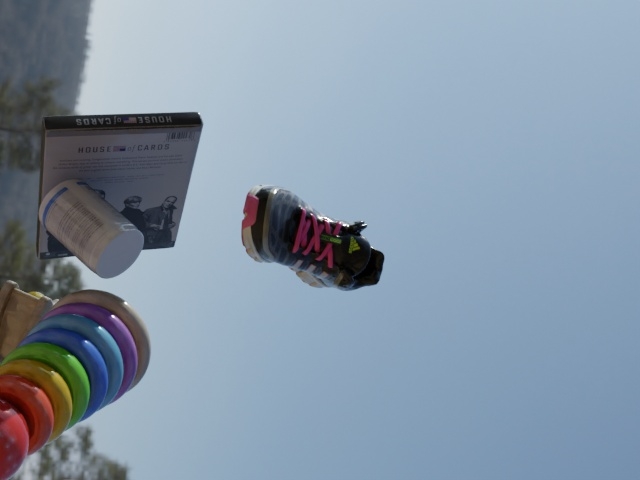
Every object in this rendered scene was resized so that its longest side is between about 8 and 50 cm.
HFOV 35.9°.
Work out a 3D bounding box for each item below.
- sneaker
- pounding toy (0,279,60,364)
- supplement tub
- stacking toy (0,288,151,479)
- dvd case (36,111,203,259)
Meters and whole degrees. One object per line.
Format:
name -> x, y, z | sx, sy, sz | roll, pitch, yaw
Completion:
sneaker -> 0.000, 0.000, 0.787 | 0.075, 0.170, 0.063 | 4, -107, 29
pounding toy -> -0.406, 0.167, 1.560 | 0.269, 0.155, 0.154 | 86, 29, -59
supplement tub -> -0.259, -0.014, 1.111 | 0.107, 0.071, 0.071 | 39, -53, 24
stacking toy -> -0.299, 0.167, 1.065 | 0.330, 0.141, 0.141 | -57, 163, -71
dvd case -> -0.248, -0.063, 1.193 | 0.238, 0.179, 0.029 | 112, -34, -49
